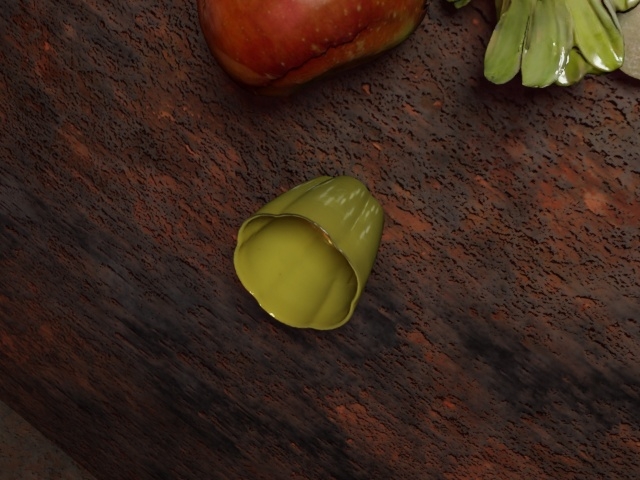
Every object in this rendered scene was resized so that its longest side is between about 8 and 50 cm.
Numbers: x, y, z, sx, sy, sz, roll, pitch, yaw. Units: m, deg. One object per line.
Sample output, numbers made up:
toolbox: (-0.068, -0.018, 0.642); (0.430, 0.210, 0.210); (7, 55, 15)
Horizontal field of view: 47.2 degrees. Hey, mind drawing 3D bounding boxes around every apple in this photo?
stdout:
apple: (-0.014, -0.284, 0.822); (0.271, 0.251, 0.207); (-11, 107, 47)

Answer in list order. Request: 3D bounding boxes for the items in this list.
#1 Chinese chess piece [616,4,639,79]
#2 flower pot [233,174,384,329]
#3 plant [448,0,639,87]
Chinese chess piece: (0.362, -0.230, 0.775); (0.122, 0.051, 0.122); (14, 128, 19)
flower pot: (0.000, 0.000, 1.049); (0.195, 0.179, 0.195); (15, 128, 20)
plant: (0.232, -0.318, 0.676); (0.261, 0.297, 0.306); (-14, 81, 11)
